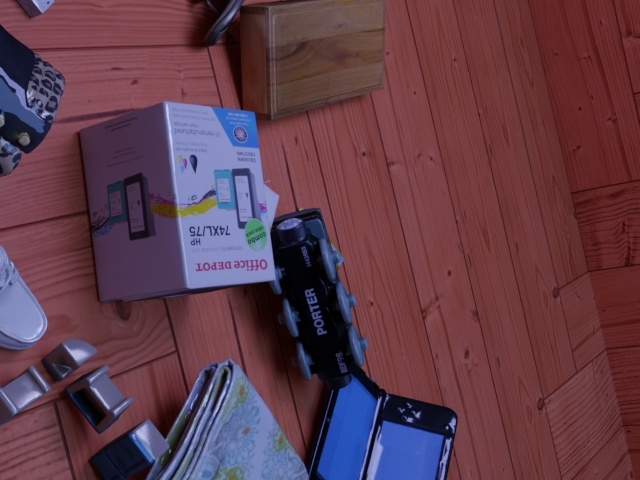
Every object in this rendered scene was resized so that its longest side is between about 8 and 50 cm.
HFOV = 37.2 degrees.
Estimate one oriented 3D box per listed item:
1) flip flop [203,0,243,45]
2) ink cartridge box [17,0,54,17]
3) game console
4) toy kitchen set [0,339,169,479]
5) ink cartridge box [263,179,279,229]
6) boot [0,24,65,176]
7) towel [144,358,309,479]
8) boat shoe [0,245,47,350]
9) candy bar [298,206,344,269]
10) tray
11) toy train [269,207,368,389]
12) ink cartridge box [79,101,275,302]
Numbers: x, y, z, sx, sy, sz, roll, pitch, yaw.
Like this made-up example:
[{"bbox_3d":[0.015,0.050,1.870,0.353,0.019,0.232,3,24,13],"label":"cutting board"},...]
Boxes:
[{"bbox_3d":[-0.176,-0.469,1.699,0.080,0.112,0.277,17,69,-20],"label":"flip flop"},{"bbox_3d":[-0.415,-0.375,1.412,0.048,0.028,0.083,54,43,-30],"label":"ink cartridge box"},{"bbox_3d":[0.124,0.398,1.803,0.173,0.250,0.293,89,15,-57],"label":"game console"},{"bbox_3d":[-0.349,0.265,1.298,0.207,0.122,0.166,53,41,-1],"label":"toy kitchen set"},{"bbox_3d":[-0.142,-0.046,1.635,0.090,0.092,0.143,38,52,-41],"label":"ink cartridge box"},{"bbox_3d":[-0.492,-0.179,1.183,0.284,0.138,0.377,45,43,-36],"label":"boot"},{"bbox_3d":[-0.142,0.412,1.473,0.320,0.090,0.374,-63,142,-37],"label":"towel"},{"bbox_3d":[-0.441,0.042,1.217,0.277,0.096,0.098,51,44,-32],"label":"boat shoe"},{"bbox_3d":[0.000,0.000,1.869,0.161,0.018,0.040,50,49,-34],"label":"candy bar"},{"bbox_3d":[-0.002,-0.371,1.865,0.411,0.076,0.202,-25,120,-51],"label":"tray"},{"bbox_3d":[-0.008,0.099,1.705,0.190,0.142,0.333,-90,164,-68],"label":"toy train"},{"bbox_3d":[-0.217,-0.052,1.450,0.198,0.197,0.269,-3,84,-52],"label":"ink cartridge box"}]
